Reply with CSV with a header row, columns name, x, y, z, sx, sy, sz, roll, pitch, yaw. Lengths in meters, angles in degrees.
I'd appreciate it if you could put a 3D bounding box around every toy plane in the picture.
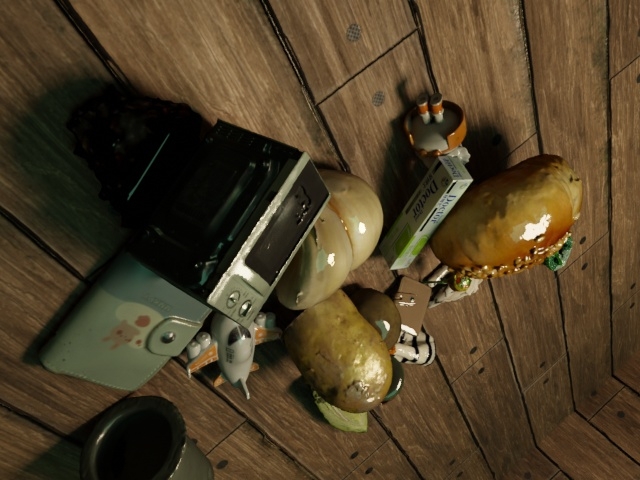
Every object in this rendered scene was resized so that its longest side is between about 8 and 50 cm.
name,x,y,z,sx,sy,sz,roll,pitch,yaw
toy plane,-0.198,0.256,1.305,0.245,0.117,0.244,-18,129,-24

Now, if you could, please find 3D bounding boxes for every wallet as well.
name,x,y,z,sx,sy,sz,roll,pitch,yaw
wallet,0.252,0.185,1.584,0.118,0.039,0.152,23,78,-18
wallet,-0.362,0.154,1.142,0.360,0.083,0.252,-50,130,5

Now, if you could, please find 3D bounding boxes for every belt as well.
name,x,y,z,sx,sy,sz,roll,pitch,yaw
belt,0.815,0.039,1.926,0.121,0.079,0.151,-30,134,-17

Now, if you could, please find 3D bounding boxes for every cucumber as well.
name,x,y,z,sx,sy,sz,roll,pitch,yaw
cucumber,0.060,0.472,1.655,0.105,0.145,0.325,-11,140,17

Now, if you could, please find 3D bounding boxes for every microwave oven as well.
name,x,y,z,sx,sy,sz,roll,pitch,yaw
microwave oven,-0.160,-0.035,0.989,0.295,0.237,0.181,-58,153,-12

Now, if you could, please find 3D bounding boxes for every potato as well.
name,x,y,z,sx,sy,sz,roll,pitch,yaw
potato,0.056,0.283,1.338,0.229,0.266,0.229,-40,166,-13

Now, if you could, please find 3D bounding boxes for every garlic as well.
name,x,y,z,sx,sy,sz,roll,pitch,yaw
garlic,0.000,0.000,1.231,0.286,0.249,0.313,-55,145,-54

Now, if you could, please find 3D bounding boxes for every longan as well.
name,x,y,z,sx,sy,sz,roll,pitch,yaw
longan,0.132,0.217,1.486,0.167,0.167,0.187,-24,129,-22

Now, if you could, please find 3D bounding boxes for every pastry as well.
name,x,y,z,sx,sy,sz,roll,pitch,yaw
pastry,0.470,-0.047,1.414,0.409,0.409,0.245,-26,90,-20

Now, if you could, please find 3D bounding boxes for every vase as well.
name,x,y,z,sx,sy,sz,roll,pitch,yaw
vase,-0.368,0.526,1.294,0.245,0.245,0.291,-35,140,-12

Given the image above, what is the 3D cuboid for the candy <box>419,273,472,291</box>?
name,x,y,z,sx,sy,sz,roll,pitch,yaw
candy,0.343,0.117,1.569,0.060,0.201,0.060,3,84,-27

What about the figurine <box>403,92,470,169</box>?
name,x,y,z,sx,sy,sz,roll,pitch,yaw
figurine,0.275,-0.226,1.305,0.143,0.143,0.271,-30,131,-17

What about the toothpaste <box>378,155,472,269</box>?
name,x,y,z,sx,sy,sz,roll,pitch,yaw
toothpaste,0.244,-0.059,1.355,0.067,0.081,0.336,-6,145,-27

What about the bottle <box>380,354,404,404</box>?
name,x,y,z,sx,sy,sz,roll,pitch,yaw
bottle,0.164,0.395,1.624,0.271,0.143,0.156,75,22,-74

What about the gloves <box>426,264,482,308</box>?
name,x,y,z,sx,sy,sz,roll,pitch,yaw
gloves,0.402,0.128,1.669,0.212,0.111,0.127,-53,141,-5

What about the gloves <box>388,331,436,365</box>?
name,x,y,z,sx,sy,sz,roll,pitch,yaw
gloves,0.234,0.290,1.646,0.219,0.131,0.140,23,63,-11

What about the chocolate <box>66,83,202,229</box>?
name,x,y,z,sx,sy,sz,roll,pitch,yaw
chocolate,-0.326,-0.160,0.934,0.177,0.206,0.224,33,87,-1
